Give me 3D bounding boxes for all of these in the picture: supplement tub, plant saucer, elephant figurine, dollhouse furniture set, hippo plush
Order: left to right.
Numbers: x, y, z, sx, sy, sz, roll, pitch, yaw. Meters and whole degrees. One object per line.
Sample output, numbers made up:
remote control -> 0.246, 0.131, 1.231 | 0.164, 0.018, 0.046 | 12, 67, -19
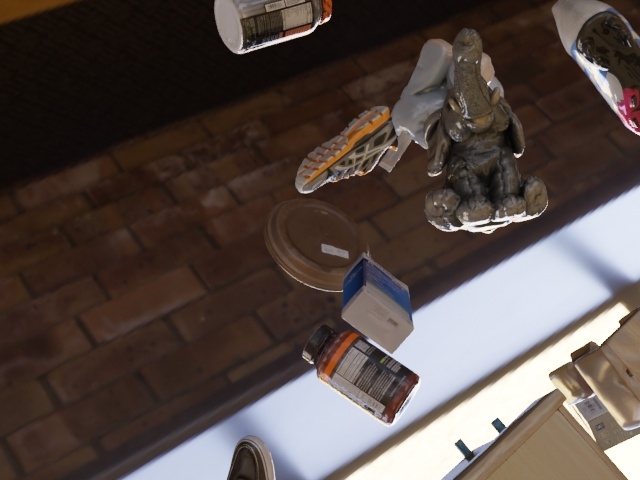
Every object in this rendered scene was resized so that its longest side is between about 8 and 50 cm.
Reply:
supplement tub -> -0.083, -0.410, 1.703 | 0.190, 0.117, 0.117 | -22, 151, -24
plant saucer -> 0.000, 0.000, 2.248 | 0.277, 0.278, 0.041 | -16, 150, -41
supplement tub -> 0.067, 0.225, 1.646 | 0.106, 0.197, 0.106 | -51, 163, -22
hippo plush -> 0.274, -0.238, 1.919 | 0.294, 0.234, 0.236 | -51, 149, 21
elephant figurine -> 0.212, -0.138, 1.285 | 0.169, 0.240, 0.186 | -4, 172, -36
dollhouse furniture set -> 0.195, 0.253, 0.832 | 0.286, 0.198, 0.303 | -36, 170, -24

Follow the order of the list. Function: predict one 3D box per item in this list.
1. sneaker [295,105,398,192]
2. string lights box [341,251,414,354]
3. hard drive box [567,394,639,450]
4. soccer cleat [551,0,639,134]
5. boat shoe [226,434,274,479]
sneaker -> 0.051, -0.143, 1.658 | 0.215, 0.084, 0.083 | -37, 116, -10
string lights box -> 0.119, 0.126, 2.011 | 0.077, 0.133, 0.260 | -50, -172, 14
hard drive box -> 0.626, 0.303, 1.944 | 0.232, 0.181, 0.089 | -27, 112, 4
soccer cleat -> 0.504, -0.304, 1.617 | 0.116, 0.143, 0.331 | -41, 132, 14
boat shoe -> -0.133, 0.439, 1.573 | 0.076, 0.080, 0.229 | -4, 104, -64
